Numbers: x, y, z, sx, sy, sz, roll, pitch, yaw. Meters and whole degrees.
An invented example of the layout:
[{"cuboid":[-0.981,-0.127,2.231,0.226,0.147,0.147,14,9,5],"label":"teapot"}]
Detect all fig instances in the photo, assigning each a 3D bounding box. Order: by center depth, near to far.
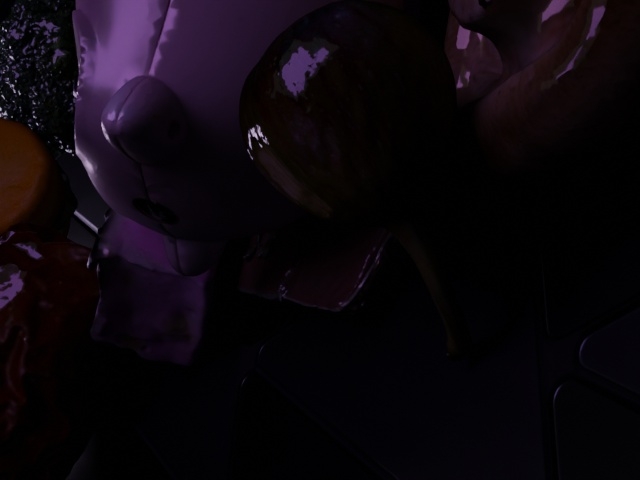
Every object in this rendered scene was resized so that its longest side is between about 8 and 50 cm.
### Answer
[{"cuboid":[0.042,-0.030,0.769,0.149,0.245,0.149,-27,0,0],"label":"fig"}]

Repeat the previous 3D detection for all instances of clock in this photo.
[{"cuboid":[-0.047,-0.179,0.963,0.368,0.251,0.376,78,-152,-64],"label":"clock"}]

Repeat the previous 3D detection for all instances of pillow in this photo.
[{"cuboid":[0.000,0.000,1.006,0.232,0.043,0.126,4,65,61],"label":"pillow"}]

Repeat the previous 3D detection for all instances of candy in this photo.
[{"cuboid":[-0.144,-0.028,1.160,0.155,0.116,0.265,104,175,-53],"label":"candy"}]

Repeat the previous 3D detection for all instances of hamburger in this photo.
[{"cuboid":[-0.428,-0.029,1.511,0.170,0.246,0.246,87,-169,-56],"label":"hamburger"}]

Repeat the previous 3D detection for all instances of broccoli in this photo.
[{"cuboid":[-0.312,-0.225,1.605,0.270,0.270,0.270,-34,18,-23],"label":"broccoli"}]

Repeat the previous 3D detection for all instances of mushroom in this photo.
[{"cuboid":[0.159,-0.165,0.773,0.278,0.146,0.278,-165,90,-75],"label":"mushroom"}]

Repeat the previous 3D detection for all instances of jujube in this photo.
[{"cuboid":[-0.315,0.159,1.249,0.216,0.216,0.342,26,93,63],"label":"jujube"}]
